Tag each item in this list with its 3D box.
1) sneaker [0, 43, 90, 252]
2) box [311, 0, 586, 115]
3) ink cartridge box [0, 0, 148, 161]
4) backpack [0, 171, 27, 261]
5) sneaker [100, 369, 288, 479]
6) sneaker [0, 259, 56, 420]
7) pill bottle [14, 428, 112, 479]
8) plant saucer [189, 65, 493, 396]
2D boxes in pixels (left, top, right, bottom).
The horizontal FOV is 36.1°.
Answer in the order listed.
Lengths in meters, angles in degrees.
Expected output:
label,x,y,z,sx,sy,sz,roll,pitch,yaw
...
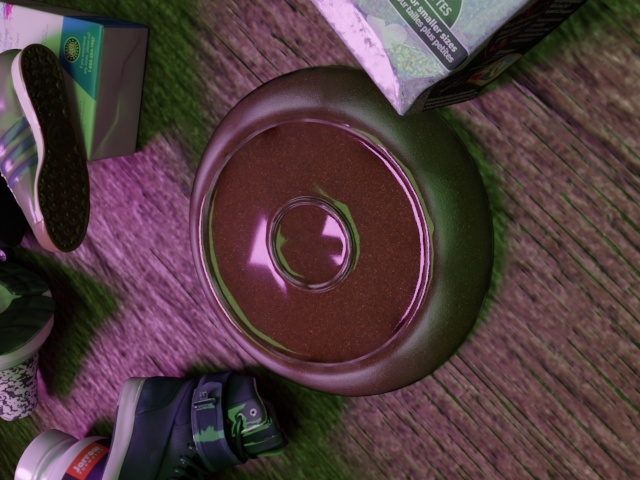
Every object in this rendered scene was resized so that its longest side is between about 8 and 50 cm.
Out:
label,x,y,z,sx,sy,sz,roll,pitch,yaw
sneaker,-0.274,-0.084,0.922,0.086,0.064,0.192,0,104,34
box,0.064,-0.238,0.743,0.142,0.163,0.247,-42,81,29
ink cartridge box,-0.294,-0.171,0.988,0.231,0.078,0.134,17,108,22
backpack,-0.408,-0.057,1.038,0.182,0.115,0.152,5,144,28
sneaker,-0.115,0.221,0.915,0.164,0.086,0.226,-6,53,10
sneaker,-0.468,0.092,1.107,0.410,0.158,0.182,22,127,27
pill bottle,-0.218,0.269,1.022,0.194,0.108,0.108,19,108,22
plant saucer,0.000,0.000,0.893,0.311,0.050,0.310,6,104,27
